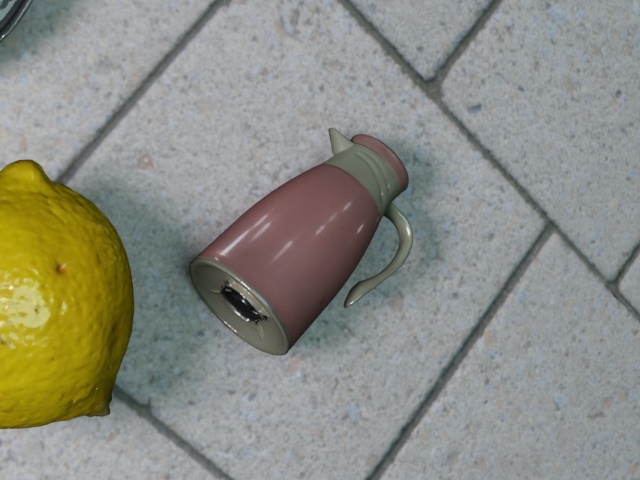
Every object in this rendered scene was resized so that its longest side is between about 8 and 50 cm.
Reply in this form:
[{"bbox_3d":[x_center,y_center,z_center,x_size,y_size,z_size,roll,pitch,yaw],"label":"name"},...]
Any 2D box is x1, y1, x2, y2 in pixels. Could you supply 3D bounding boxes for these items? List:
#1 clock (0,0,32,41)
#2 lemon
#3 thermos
[{"bbox_3d":[-0.421,-0.310,1.034,0.319,0.066,0.319,-6,108,-20],"label":"clock"},{"bbox_3d":[-0.294,0.054,1.056,0.228,0.228,0.253,-3,85,-26],"label":"lemon"},{"bbox_3d":[0.000,0.000,1.248,0.265,0.146,0.176,-44,103,-25],"label":"thermos"}]
